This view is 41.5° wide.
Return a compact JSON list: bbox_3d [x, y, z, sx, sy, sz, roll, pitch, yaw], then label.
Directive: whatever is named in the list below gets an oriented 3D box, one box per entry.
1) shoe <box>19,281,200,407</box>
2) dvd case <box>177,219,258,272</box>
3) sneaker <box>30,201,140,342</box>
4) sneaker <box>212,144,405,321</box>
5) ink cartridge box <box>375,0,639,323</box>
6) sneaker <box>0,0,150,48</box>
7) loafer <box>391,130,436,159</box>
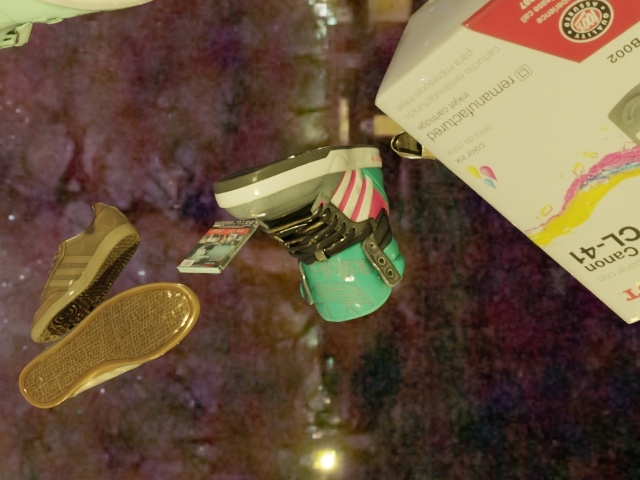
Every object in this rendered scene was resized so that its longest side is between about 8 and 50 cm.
[{"bbox_3d":[-0.215,0.102,0.877,0.076,0.219,0.058,61,-166,-3],"label":"shoe"},{"bbox_3d":[-0.162,0.009,1.338,0.119,0.087,0.013,-54,-49,-41],"label":"dvd case"},{"bbox_3d":[-0.290,0.038,1.010,0.071,0.188,0.066,46,-169,23],"label":"sneaker"},{"bbox_3d":[0.000,0.000,0.875,0.295,0.124,0.178,-16,-87,-63],"label":"sneaker"},{"bbox_3d":[0.232,-0.100,0.648,0.226,0.306,0.131,-35,22,45],"label":"ink cartridge box"},{"bbox_3d":[-0.265,-0.242,0.807,0.151,0.256,0.094,122,145,-81],"label":"sneaker"},{"bbox_3d":[0.157,-0.133,1.137,0.050,0.148,0.056,-15,-86,-46],"label":"loafer"}]
